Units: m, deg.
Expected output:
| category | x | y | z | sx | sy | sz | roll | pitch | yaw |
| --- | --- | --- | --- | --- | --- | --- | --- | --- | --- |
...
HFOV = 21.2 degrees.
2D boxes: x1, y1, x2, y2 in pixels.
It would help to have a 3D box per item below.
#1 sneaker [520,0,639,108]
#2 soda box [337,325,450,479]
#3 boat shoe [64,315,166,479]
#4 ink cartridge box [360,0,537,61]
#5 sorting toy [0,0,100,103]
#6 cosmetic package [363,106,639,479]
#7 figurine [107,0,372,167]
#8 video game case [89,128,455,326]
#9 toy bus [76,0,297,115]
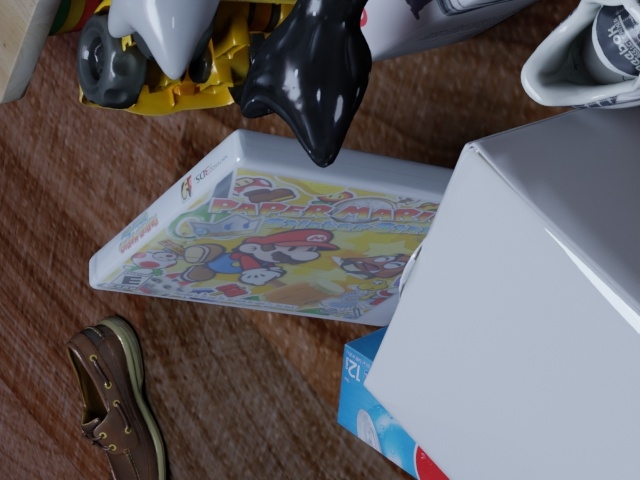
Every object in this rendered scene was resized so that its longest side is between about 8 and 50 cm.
| category | x | y | z | sx | sy | sz | roll | pitch | yaw |
| --- | --- | --- | --- | --- | --- | --- | --- | --- | --- |
| sneaker | 0.202 | -0.123 | 0.858 | 0.235 | 0.095 | 0.090 | -34 | 77 | 50 |
| soda box | 0.107 | 0.129 | 1.107 | 0.210 | 0.071 | 0.067 | 31 | 128 | 40 |
| boat shoe | -0.182 | 0.157 | 1.487 | 0.064 | 0.060 | 0.178 | 1 | 107 | 51 |
| ink cartridge box | 0.089 | -0.219 | 0.949 | 0.237 | 0.100 | 0.172 | -24 | 86 | 53 |
| sorting toy | -0.244 | -0.287 | 1.326 | 0.257 | 0.089 | 0.255 | 50 | 132 | 24 |
| cosmetic package | 0.210 | 0.114 | 0.903 | 0.365 | 0.155 | 0.197 | 49 | 137 | 27 |
| figurine | -0.036 | -0.172 | 0.930 | 0.215 | 0.092 | 0.209 | 32 | 115 | 41 |
| video game case | 0.000 | 0.000 | 1.065 | 0.206 | 0.227 | 0.026 | -36 | 52 | 52 |
| toy bus | -0.080 | -0.202 | 1.146 | 0.220 | 0.149 | 0.211 | -27 | 71 | 55 |
